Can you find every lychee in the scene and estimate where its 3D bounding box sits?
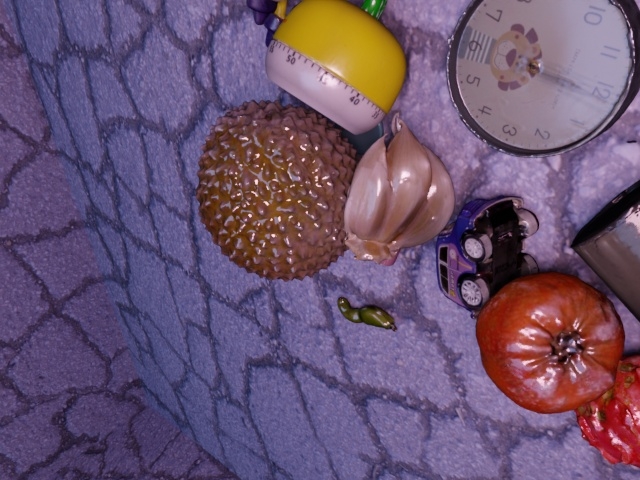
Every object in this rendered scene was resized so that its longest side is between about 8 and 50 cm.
[{"bbox_3d":[-0.089,-0.106,1.100,0.380,0.380,0.432,37,162,22],"label":"lychee"}]

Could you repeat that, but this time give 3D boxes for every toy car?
[{"bbox_3d":[0.316,0.022,1.004,0.158,0.172,0.235,25,128,52],"label":"toy car"}]

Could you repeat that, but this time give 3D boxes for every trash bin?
[{"bbox_3d":[0.547,0.055,0.750,0.252,0.203,0.301,-43,81,22],"label":"trash bin"}]

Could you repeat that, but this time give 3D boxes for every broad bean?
[{"bbox_3d":[0.128,0.205,1.395,0.214,0.048,0.070,15,126,42],"label":"broad bean"}]

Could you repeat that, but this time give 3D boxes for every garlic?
[{"bbox_3d":[0.148,-0.096,1.009,0.291,0.238,0.210,-65,29,8],"label":"garlic"}]

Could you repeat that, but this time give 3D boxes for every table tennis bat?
[{"bbox_3d":[0.058,-0.278,1.157,0.201,0.033,0.124,40,136,15],"label":"table tennis bat"}]

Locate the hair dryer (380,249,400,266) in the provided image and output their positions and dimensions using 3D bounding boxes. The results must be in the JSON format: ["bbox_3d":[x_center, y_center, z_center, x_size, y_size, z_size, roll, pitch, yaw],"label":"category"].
[{"bbox_3d":[0.133,-0.017,1.247,0.154,0.054,0.106,38,133,27],"label":"hair dryer"}]

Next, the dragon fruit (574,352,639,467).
[{"bbox_3d":[0.585,0.288,0.884,0.205,0.210,0.268,37,112,-25],"label":"dragon fruit"}]

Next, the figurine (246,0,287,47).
[{"bbox_3d":[-0.057,-0.572,0.951,0.154,0.193,0.420,48,135,15],"label":"figurine"}]

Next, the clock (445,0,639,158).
[{"bbox_3d":[0.352,-0.285,0.833,0.313,0.061,0.312,25,131,33],"label":"clock"}]

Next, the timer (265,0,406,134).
[{"bbox_3d":[0.055,-0.366,0.958,0.285,0.285,0.285,25,131,32],"label":"timer"}]

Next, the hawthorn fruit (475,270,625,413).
[{"bbox_3d":[0.394,0.174,0.911,0.242,0.242,0.272,50,-179,8],"label":"hawthorn fruit"}]
